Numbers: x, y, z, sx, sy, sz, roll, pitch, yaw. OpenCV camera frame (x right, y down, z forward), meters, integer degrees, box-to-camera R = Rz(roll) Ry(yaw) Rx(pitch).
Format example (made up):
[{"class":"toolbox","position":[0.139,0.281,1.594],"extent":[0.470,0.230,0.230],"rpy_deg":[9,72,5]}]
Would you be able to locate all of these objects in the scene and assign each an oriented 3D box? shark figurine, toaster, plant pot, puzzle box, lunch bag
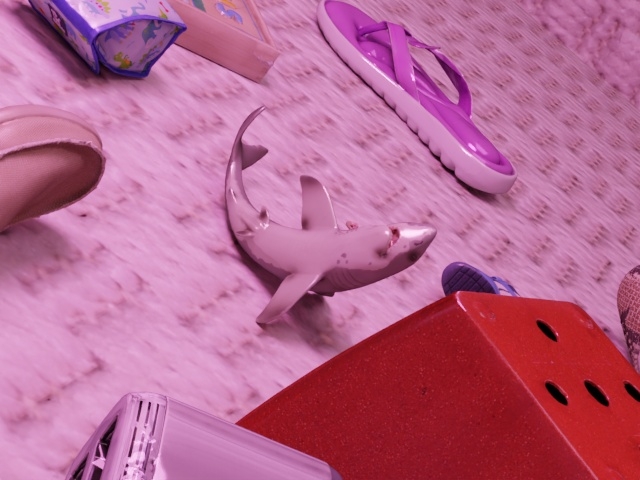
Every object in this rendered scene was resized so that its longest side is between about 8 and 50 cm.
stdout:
[{"class":"shark figurine","position":[-0.026,0.002,1.216],"extent":[0.278,0.166,0.116],"rpy_deg":[36,-9,40]},{"class":"toaster","position":[-0.075,0.184,0.723],"extent":[0.146,0.129,0.227],"rpy_deg":[29,36,-16]},{"class":"plant pot","position":[0.117,0.181,0.892],"extent":[0.267,0.235,0.267],"rpy_deg":[8,38,-51]},{"class":"puzzle box","position":[-0.218,-0.377,1.625],"extent":[0.272,0.052,0.409],"rpy_deg":[22,29,-36]},{"class":"lunch bag","position":[-0.231,-0.240,1.305],"extent":[0.129,0.096,0.151],"rpy_deg":[46,15,14]}]

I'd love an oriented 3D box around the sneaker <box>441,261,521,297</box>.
[{"class":"sneaker","position":[0.188,0.066,1.433],"extent":[0.144,0.053,0.059],"rpy_deg":[38,23,-25]}]

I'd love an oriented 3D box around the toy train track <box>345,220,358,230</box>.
[{"class":"toy train track","position":[0.053,0.006,1.387],"extent":[0.048,0.014,0.083],"rpy_deg":[13,36,-46]}]

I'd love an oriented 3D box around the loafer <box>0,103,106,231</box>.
[{"class":"loafer","position":[-0.251,-0.030,0.911],"extent":[0.092,0.102,0.268],"rpy_deg":[50,35,19]}]

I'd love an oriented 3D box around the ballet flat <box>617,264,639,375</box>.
[{"class":"ballet flat","position":[0.511,0.225,1.518],"extent":[0.182,0.164,0.483],"rpy_deg":[-22,65,-46]}]

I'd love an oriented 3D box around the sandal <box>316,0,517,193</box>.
[{"class":"sandal","position":[0.157,-0.233,1.853],"extent":[0.416,0.102,0.169],"rpy_deg":[50,25,23]}]
